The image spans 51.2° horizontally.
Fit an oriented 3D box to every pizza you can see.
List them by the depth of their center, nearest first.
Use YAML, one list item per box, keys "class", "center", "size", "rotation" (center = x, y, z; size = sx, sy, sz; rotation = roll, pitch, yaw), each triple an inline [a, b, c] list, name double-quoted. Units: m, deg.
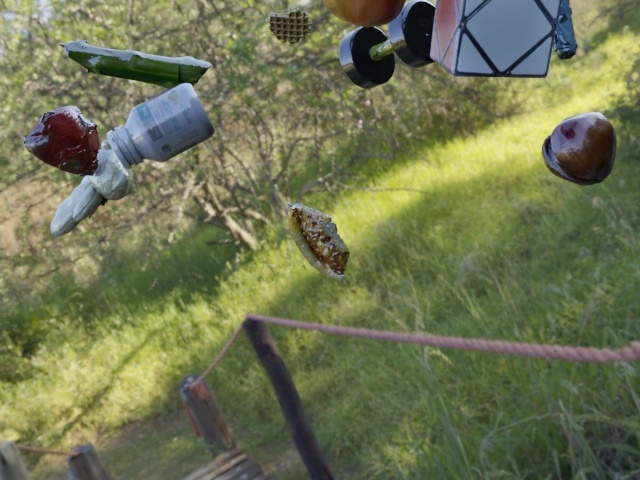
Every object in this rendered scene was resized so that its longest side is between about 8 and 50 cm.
- class: "pizza"
  center: [-0.003, 0.005, 1.850]
  size: [0.134, 0.271, 0.056]
  rotation: [-14, 20, 32]

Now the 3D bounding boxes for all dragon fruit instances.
- class: "dragon fruit"
  center: [-0.606, -0.232, 1.616]
  size: [0.120, 0.161, 0.127]
  rotation: [-44, 8, 23]

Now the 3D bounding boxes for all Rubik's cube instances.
- class: "Rubik's cube"
  center: [0.358, -0.458, 1.388]
  size: [0.205, 0.207, 0.205]
  rotation: [-1, 24, -6]

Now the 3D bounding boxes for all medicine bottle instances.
- class: "medicine bottle"
  center: [-0.355, -0.246, 1.481]
  size: [0.215, 0.135, 0.135]
  rotation: [-28, 9, -4]

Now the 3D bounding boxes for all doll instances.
- class: "doll"
  center: [-0.598, -0.119, 1.771]
  size: [0.278, 0.175, 0.149]
  rotation: [-39, -29, 13]

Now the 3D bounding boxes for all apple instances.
- class: "apple"
  center: [0.116, -0.673, 1.677]
  size: [0.242, 0.241, 0.242]
  rotation: [3, 35, -2]

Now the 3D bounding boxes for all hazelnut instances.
- class: "hazelnut"
  center: [0.625, -0.213, 1.601]
  size: [0.178, 0.178, 0.204]
  rotation: [-26, -16, -12]

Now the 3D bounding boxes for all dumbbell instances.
- class: "dumbbell"
  center: [0.231, -0.628, 2.158]
  size: [0.203, 0.204, 0.322]
  rotation: [-31, 13, -35]

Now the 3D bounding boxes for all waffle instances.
- class: "waffle"
  center: [-0.058, -0.414, 1.287]
  size: [0.085, 0.078, 0.016]
  rotation: [-15, 45, 30]

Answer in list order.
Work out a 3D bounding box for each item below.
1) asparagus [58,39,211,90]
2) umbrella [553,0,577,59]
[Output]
- class: "asparagus"
  center: [-0.432, -0.410, 1.572]
  size: [0.343, 0.082, 0.085]
  rotation: [2, -36, -16]
- class: "umbrella"
  center: [0.527, -0.524, 1.495]
  size: [0.053, 0.250, 0.052]
  rotation: [-4, -10, -24]
